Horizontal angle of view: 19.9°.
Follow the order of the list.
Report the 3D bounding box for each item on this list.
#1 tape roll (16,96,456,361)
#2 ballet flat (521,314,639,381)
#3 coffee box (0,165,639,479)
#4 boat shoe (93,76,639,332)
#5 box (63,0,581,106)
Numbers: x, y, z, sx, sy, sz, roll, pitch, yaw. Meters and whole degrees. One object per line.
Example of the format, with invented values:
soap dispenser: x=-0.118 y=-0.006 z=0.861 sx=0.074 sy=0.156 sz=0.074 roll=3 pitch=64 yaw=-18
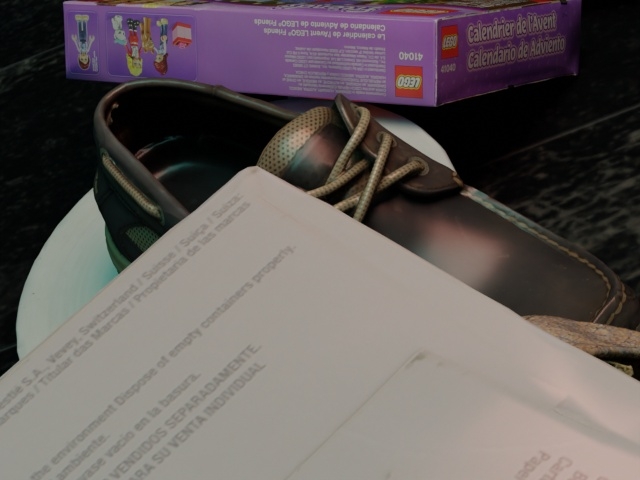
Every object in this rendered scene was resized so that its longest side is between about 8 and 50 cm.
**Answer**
tape roll: x=-0.036 y=0.042 z=1.103 sx=0.286 sy=0.100 sz=0.286 roll=-15 pitch=41 yaw=13
ballet flat: x=0.211 y=0.100 z=0.815 sx=0.316 sy=0.108 sz=0.106 roll=6 pitch=0 yaw=-14
coffee box: x=0.012 y=0.245 z=0.679 sx=0.337 sy=0.334 sz=0.338 roll=-42 pitch=45 yaw=-20
boat shoe: x=0.000 y=0.000 z=0.952 sx=0.355 sy=0.130 sz=0.132 roll=16 pitch=55 yaw=37
box: x=0.002 y=-0.137 z=1.229 sx=0.293 sy=0.057 sz=0.201 roll=7 pitch=14 yaw=32
